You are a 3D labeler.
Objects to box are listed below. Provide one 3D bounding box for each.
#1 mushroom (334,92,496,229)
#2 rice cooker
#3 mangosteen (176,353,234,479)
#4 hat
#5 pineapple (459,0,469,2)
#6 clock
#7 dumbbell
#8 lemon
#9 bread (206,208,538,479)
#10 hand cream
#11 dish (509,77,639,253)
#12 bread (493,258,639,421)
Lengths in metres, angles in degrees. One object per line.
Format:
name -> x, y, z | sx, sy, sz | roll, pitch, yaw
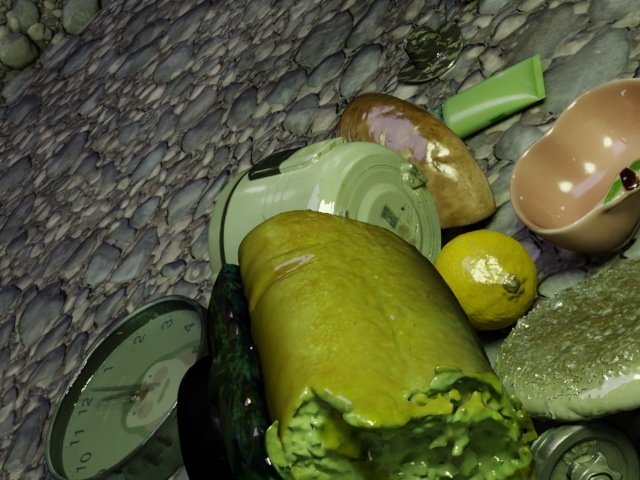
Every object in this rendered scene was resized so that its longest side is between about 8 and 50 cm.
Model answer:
mushroom -> 0.097, -0.109, 1.501 | 0.156, 0.151, 0.286 | -30, 28, -23
rice cooker -> 0.000, 0.000, 1.377 | 0.244, 0.226, 0.226 | -13, 44, 47
mangosteen -> -0.031, 0.206, 1.273 | 0.243, 0.243, 0.243 | -32, 33, 24
hat -> 0.151, -0.281, 1.769 | 0.121, 0.050, 0.121 | -34, 33, 26
pineapple -> 0.253, -0.390, 1.783 | 0.124, 0.058, 0.058 | -11, 44, 26
clock -> -0.254, 0.217, 1.677 | 0.319, 0.066, 0.319 | -33, 33, 25
dumbbell -> 0.194, 0.189, 1.114 | 0.110, 0.110, 0.254 | -50, 23, -6
lemon -> 0.176, 0.042, 1.294 | 0.109, 0.109, 0.133 | -55, 16, -14
bread -> 0.036, 0.119, 1.071 | 0.376, 0.251, 0.208 | -113, 41, -59
hand cream -> 0.212, -0.176, 1.576 | 0.175, 0.046, 0.095 | -24, 36, 24
dish -> 0.308, -0.066, 1.276 | 0.213, 0.090, 0.213 | -34, 30, 23
bread -> 0.275, 0.076, 1.096 | 0.267, 0.040, 0.267 | -25, 14, 7
